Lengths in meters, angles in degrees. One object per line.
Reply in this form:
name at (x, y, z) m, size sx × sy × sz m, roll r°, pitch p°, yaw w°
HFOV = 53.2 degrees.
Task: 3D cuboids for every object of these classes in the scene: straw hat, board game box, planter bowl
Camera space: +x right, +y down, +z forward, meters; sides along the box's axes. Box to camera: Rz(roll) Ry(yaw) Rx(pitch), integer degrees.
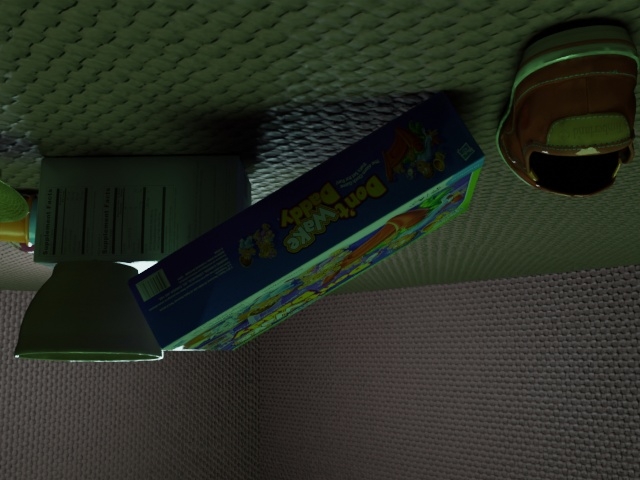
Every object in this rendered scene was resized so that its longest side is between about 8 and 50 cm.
straw hat at (-0.396, -0.080, 0.722) m, size 0.144 × 0.061 × 0.144 m, roll 4°, pitch 154°, yaw 2°
board game box at (0.000, 0.000, 0.699) m, size 0.347 × 0.078 × 0.233 m, roll -31°, pitch 167°, yaw 3°
planter bowl at (-0.266, 0.084, 0.750) m, size 0.162 × 0.109 × 0.162 m, roll 0°, pitch 167°, yaw 0°

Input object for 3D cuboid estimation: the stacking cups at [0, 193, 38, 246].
stacking cups at (-0.401, -0.027, 0.961) m, size 0.316 × 0.096 × 0.096 m, roll 4°, pitch 170°, yaw -17°

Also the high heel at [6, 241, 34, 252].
high heel at (-0.434, -0.025, 1.084) m, size 0.117 × 0.082 × 0.244 m, roll -33°, pitch 147°, yaw 14°

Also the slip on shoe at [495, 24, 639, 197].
slip on shoe at (0.232, -0.086, 0.606) m, size 0.123 × 0.101 × 0.331 m, roll -5°, pitch 171°, yaw 15°

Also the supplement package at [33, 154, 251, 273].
supplement package at (-0.218, -0.026, 0.825) m, size 0.244 × 0.133 × 0.139 m, roll 0°, pitch 168°, yaw 0°
